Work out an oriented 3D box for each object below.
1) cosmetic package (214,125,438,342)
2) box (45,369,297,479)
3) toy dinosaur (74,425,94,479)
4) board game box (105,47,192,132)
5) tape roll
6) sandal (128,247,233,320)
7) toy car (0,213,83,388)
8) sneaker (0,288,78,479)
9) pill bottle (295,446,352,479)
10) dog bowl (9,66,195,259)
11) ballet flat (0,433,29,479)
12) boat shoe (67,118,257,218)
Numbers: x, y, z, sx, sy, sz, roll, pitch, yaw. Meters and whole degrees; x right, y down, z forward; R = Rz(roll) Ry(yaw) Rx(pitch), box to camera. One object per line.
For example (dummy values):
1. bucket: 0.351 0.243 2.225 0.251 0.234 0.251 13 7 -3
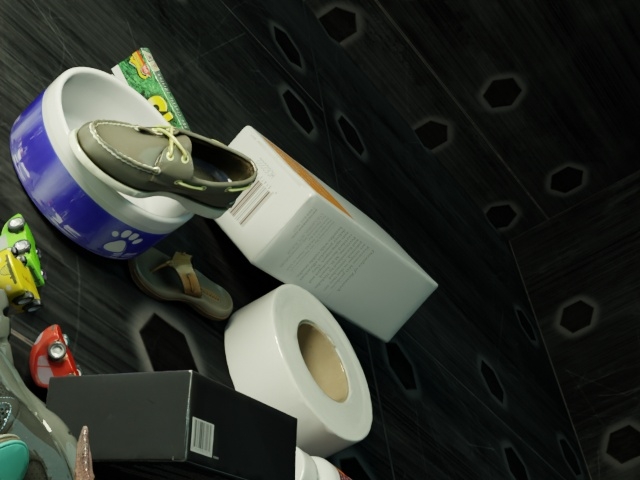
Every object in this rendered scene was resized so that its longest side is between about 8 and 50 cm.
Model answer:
1. cosmetic package: 0.000 0.000 1.919 0.230 0.161 0.453 47 7 39
2. box: -0.163 0.226 1.203 0.261 0.184 0.103 41 46 -59
3. toy dinosaur: -0.255 0.301 0.885 0.127 0.295 0.200 37 -17 -2
4. board game box: -0.263 -0.151 1.632 0.259 0.136 0.030 62 18 7
5. tape roll: -0.032 0.217 1.726 0.286 0.100 0.286 49 22 -28
6. sandal: -0.201 0.058 1.592 0.219 0.060 0.090 33 32 -40
7. toy car: -0.344 0.057 1.221 0.225 0.053 0.239 -119 -169 -46
8. sneaker: -0.346 0.179 1.042 0.140 0.125 0.340 -21 78 -49
9. pill bottle: 0.000 0.388 1.531 0.221 0.121 0.121 45 24 -36
10. dog bowl: -0.299 -0.108 1.488 0.265 0.104 0.264 42 26 -26
11. ballet flat: -0.329 0.230 0.904 0.213 0.068 0.072 -58 148 -62
12. boat shoe: -0.204 -0.110 1.419 0.305 0.091 0.109 18 42 -54
